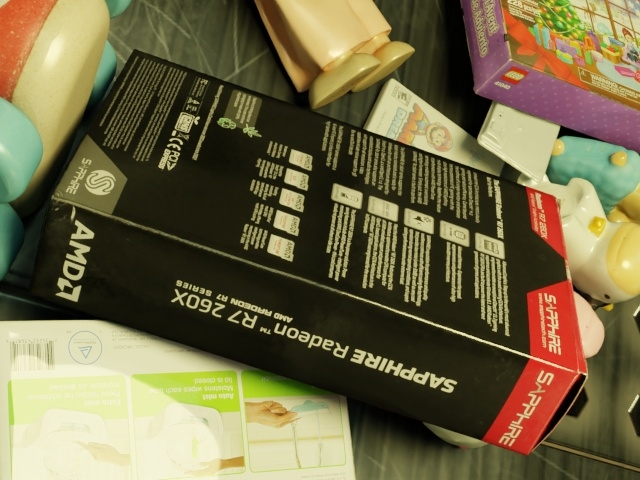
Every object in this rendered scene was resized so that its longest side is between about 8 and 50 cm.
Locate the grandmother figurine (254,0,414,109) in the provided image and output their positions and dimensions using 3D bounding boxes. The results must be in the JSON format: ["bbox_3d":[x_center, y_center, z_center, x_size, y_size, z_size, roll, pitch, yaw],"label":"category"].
[{"bbox_3d":[-0.057,-0.284,1.006,0.342,0.104,0.208,59,31,2],"label":"grandmother figurine"}]

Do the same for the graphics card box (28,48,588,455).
[{"bbox_3d":[0.000,0.000,0.837,0.370,0.094,0.233,19,34,-7],"label":"graphics card box"}]

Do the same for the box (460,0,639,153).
[{"bbox_3d":[0.270,-0.197,1.134,0.293,0.057,0.201,15,53,-28],"label":"box"}]

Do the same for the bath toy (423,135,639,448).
[{"bbox_3d":[0.197,0.058,1.023,0.348,0.151,0.129,-48,144,-32],"label":"bath toy"}]

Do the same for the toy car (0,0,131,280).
[{"bbox_3d":[-0.279,-0.130,0.785,0.238,0.210,0.219,23,54,-7],"label":"toy car"}]

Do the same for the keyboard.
[{"bbox_3d":[0.214,-0.153,1.115,0.072,0.014,0.256,37,46,-10],"label":"keyboard"}]

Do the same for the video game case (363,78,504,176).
[{"bbox_3d":[0.091,-0.051,1.053,0.143,0.019,0.157,34,62,-16],"label":"video game case"}]

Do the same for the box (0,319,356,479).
[{"bbox_3d":[-0.111,0.178,0.811,0.261,0.126,0.231,0,75,-29],"label":"box"}]
